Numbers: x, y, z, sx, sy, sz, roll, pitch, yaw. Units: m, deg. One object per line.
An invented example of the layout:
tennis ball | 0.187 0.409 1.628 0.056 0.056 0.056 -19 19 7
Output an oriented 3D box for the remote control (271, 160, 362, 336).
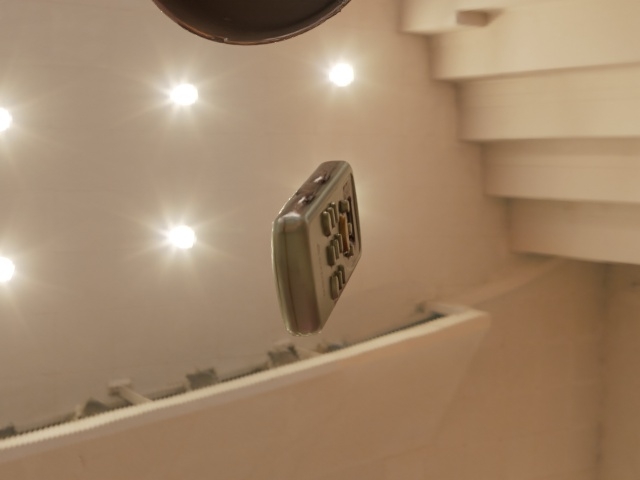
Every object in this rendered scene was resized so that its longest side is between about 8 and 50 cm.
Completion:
remote control | 0.000 0.000 1.279 0.056 0.296 0.140 -5 -75 12

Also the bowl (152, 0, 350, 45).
bowl | -0.033 -0.220 0.764 0.086 0.189 0.189 1 -85 -77
